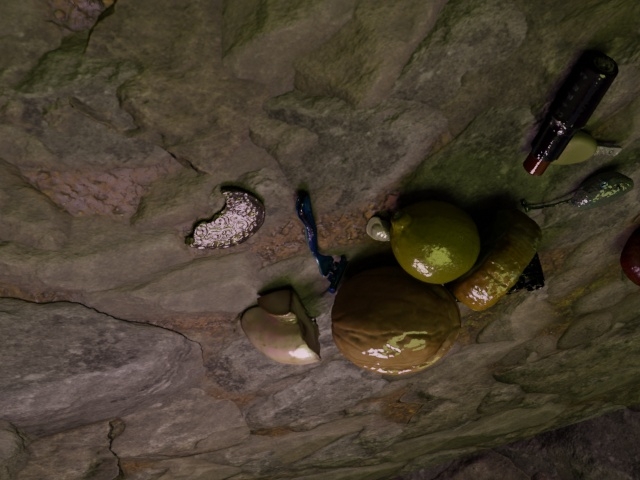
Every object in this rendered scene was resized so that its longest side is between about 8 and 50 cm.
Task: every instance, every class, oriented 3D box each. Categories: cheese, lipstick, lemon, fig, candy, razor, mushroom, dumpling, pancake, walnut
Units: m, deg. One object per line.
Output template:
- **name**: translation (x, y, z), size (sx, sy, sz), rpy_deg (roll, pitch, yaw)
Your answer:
- **cheese**: translation (0.580, -0.199, 1.641), size (0.192, 0.037, 0.097), rpy_deg (1, 144, -24)
- **lipstick**: translation (0.489, -0.243, 1.498), size (0.081, 0.081, 0.299), rpy_deg (-5, 144, -18)
- **lemon**: translation (0.249, 0.001, 1.659), size (0.249, 0.184, 0.184), rpy_deg (22, 131, -35)
- **fig**: translation (0.946, 0.071, 2.085), size (0.191, 0.190, 0.290), rpy_deg (-29, 144, 18)
- **candy**: translation (0.404, 0.044, 1.747), size (0.118, 0.260, 0.260), rpy_deg (36, 134, 2)
- **razor**: translation (-0.011, -0.002, 1.659), size (0.056, 0.093, 0.324), rpy_deg (11, 151, 24)
- **mushroom**: translation (-0.103, 0.247, 1.878), size (0.173, 0.162, 0.236), rpy_deg (-22, 145, 5)
- **dumpling**: translation (0.134, -0.021, 1.702), size (0.060, 0.043, 0.077), rpy_deg (-11, 157, 33)
- **pancake**: translation (-0.203, -0.039, 1.544), size (0.191, 0.020, 0.184), rpy_deg (-24, 147, 8)
- **walnut**: translation (0.185, 0.192, 1.827), size (0.313, 0.251, 0.277), rpy_deg (1, 155, 17)

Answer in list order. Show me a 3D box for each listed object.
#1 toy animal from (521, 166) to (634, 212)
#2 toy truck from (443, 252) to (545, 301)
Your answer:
- **toy animal**: translation (0.609, -0.107, 1.781), size (0.253, 0.070, 0.079), rpy_deg (-15, 114, 18)
- **toy truck**: translation (0.437, 0.091, 1.936), size (0.257, 0.127, 0.127), rpy_deg (-9, 161, -12)
